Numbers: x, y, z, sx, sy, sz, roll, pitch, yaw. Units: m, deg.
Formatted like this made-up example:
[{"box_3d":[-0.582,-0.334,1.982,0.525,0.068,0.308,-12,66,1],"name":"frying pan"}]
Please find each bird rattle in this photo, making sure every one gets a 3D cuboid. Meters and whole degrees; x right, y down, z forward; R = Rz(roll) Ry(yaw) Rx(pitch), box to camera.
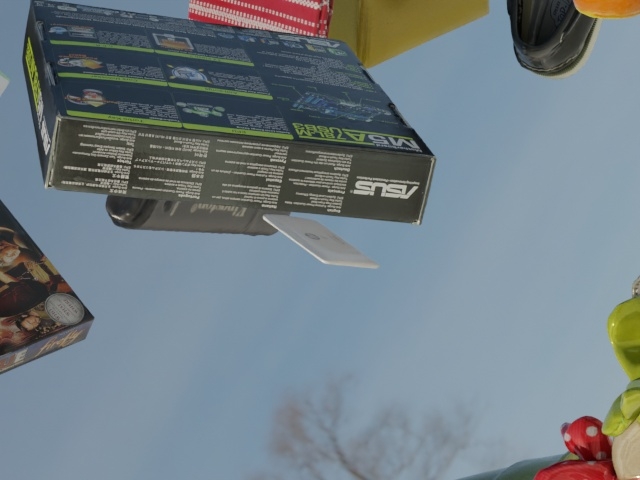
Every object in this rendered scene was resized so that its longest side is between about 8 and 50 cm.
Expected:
[{"box_3d":[0.259,0.160,1.065,0.143,0.207,0.253,-49,-24,-47],"name":"bird rattle"}]

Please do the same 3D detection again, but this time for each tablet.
[{"box_3d":[0.000,0.000,1.122,0.054,0.083,0.006,6,-70,-40],"name":"tablet"}]

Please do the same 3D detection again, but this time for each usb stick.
[{"box_3d":[-0.100,-0.040,1.400,0.077,0.045,0.278,-55,-21,14],"name":"usb stick"}]

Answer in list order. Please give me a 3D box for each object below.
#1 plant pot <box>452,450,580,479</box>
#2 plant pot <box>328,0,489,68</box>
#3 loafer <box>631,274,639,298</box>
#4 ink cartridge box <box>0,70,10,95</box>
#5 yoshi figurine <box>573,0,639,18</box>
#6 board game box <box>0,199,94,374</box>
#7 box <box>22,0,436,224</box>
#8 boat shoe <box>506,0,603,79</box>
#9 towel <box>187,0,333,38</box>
[{"box_3d":[0.118,0.389,1.466,0.366,0.353,0.366,22,-116,-54],"name":"plant pot"},{"box_3d":[0.063,-0.359,1.807,0.212,0.212,0.187,-27,-42,-30],"name":"plant pot"},{"box_3d":[0.384,0.179,1.593,0.111,0.319,0.112,-12,-17,-19],"name":"loafer"},{"box_3d":[-0.516,-0.231,1.600,0.119,0.353,0.207,-56,0,-2],"name":"ink cartridge box"},{"box_3d":[0.132,-0.311,0.920,0.203,0.204,0.362,-90,-7,-53],"name":"yoshi figurine"},{"box_3d":[-0.384,0.035,1.672,0.165,0.243,0.042,-24,-26,-42],"name":"board game box"},{"box_3d":[-0.055,-0.071,0.807,0.191,0.184,0.045,5,-64,-18],"name":"box"},{"box_3d":[0.273,-0.351,1.688,0.113,0.127,0.340,5,-76,-63],"name":"boat shoe"},{"box_3d":[-0.046,-0.262,1.356,0.031,0.199,0.274,-4,-72,-41],"name":"towel"}]
